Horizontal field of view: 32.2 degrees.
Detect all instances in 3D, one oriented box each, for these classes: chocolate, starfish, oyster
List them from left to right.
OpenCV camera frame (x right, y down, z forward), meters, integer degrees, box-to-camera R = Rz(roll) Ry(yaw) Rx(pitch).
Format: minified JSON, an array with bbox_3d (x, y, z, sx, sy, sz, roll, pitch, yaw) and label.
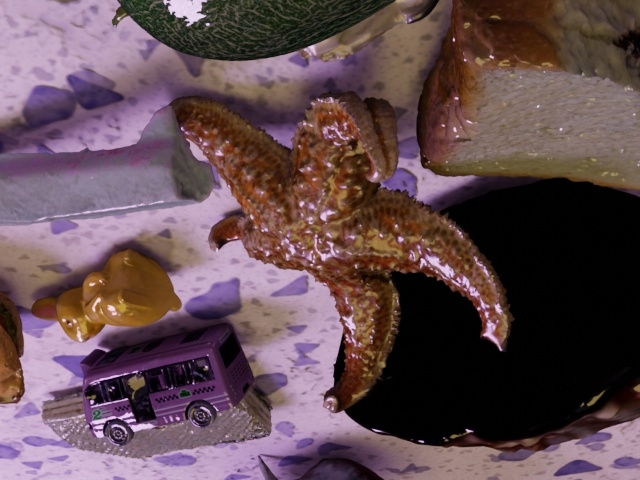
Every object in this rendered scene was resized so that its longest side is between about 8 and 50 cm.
[{"bbox_3d":[-0.003,0.003,0.918,0.312,0.113,0.303,2,125,41],"label":"starfish"},{"bbox_3d":[0.025,-0.169,0.764,0.121,0.045,0.146,15,137,-14],"label":"oyster"},{"bbox_3d":[0.203,0.086,1.035,0.340,0.225,0.210,-23,153,27],"label":"chocolate"}]

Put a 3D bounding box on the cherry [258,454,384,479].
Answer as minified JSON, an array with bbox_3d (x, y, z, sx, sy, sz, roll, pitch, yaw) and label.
[{"bbox_3d":[-0.004,0.411,1.447,0.255,0.296,0.218,-23,153,-22],"label":"cherry"}]

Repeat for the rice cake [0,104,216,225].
[{"bbox_3d":[-0.220,-0.053,0.901,0.290,0.081,0.051,-5,-170,27],"label":"rice cake"}]

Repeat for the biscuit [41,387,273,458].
[{"bbox_3d":[-0.193,0.211,1.328,0.250,0.046,0.147,-12,145,13],"label":"biscuit"}]

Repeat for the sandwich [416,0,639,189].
[{"bbox_3d":[0.199,-0.114,0.764,0.254,0.099,0.288,4,169,3],"label":"sandwich"}]

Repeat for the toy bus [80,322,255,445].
[{"bbox_3d":[-0.170,0.152,1.200,0.178,0.087,0.098,-15,103,17],"label":"toy bus"}]

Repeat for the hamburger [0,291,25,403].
[{"bbox_3d":[-0.416,0.077,1.075,0.262,0.124,0.131,6,126,-19],"label":"hamburger"}]

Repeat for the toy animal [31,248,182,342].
[{"bbox_3d":[-0.223,0.066,1.106,0.159,0.070,0.083,-18,144,30],"label":"toy animal"}]

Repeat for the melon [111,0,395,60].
[{"bbox_3d":[-0.017,-0.203,0.626,0.287,0.182,0.182,-28,138,22],"label":"melon"}]
